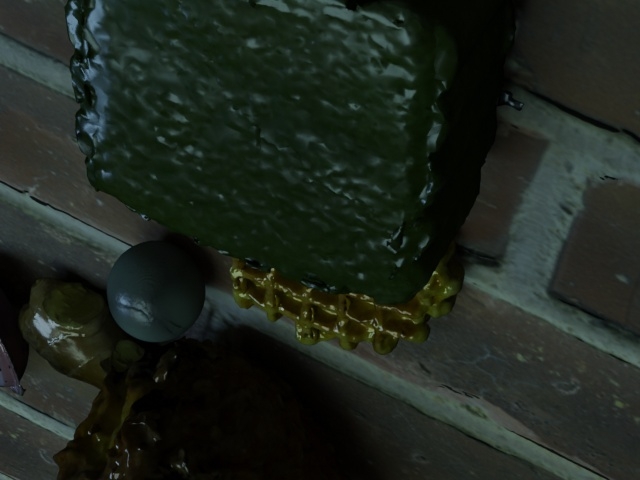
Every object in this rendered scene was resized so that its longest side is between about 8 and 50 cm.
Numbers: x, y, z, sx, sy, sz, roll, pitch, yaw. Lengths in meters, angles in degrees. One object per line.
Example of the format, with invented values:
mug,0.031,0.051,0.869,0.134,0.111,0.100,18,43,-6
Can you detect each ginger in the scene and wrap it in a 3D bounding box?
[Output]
ginger,-0.234,0.151,2.135,0.131,0.086,0.294,-18,128,37

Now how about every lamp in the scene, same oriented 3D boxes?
lamp,-0.170,0.053,1.919,0.105,0.105,0.105,22,147,16

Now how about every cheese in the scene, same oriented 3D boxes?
cheese,-0.404,0.111,2.207,0.189,0.074,0.286,59,161,9

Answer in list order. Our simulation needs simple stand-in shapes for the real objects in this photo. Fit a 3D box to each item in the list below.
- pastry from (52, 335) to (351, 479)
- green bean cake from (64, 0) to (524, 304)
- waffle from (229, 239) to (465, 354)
pastry,-0.128,0.322,2.008,0.292,0.337,0.405,-11,130,27
green bean cake,-0.013,-0.142,1.441,0.335,0.218,0.319,18,138,11
waffle,0.001,-0.001,1.741,0.283,0.065,0.309,44,143,-22
